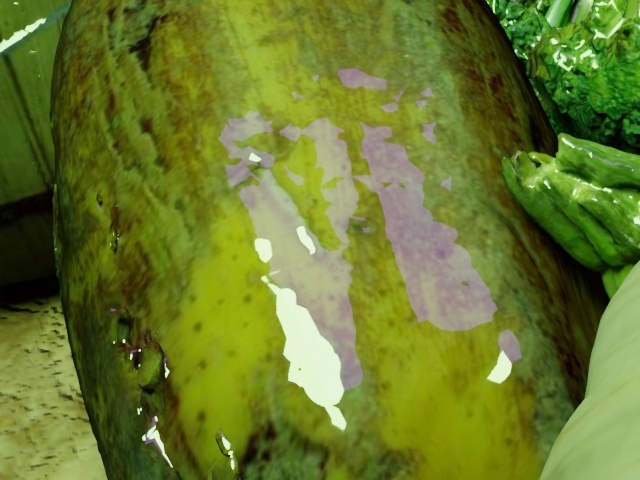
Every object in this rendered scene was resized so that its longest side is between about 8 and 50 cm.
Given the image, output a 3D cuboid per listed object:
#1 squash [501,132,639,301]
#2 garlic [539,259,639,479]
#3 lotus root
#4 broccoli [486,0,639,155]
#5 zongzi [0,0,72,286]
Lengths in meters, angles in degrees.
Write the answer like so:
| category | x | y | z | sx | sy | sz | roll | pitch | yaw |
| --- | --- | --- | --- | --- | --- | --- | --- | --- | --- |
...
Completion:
| category | x | y | z | sx | sy | sz | roll | pitch | yaw |
| --- | --- | --- | --- | --- | --- | --- | --- | --- | --- |
| squash | 0.208 | 0.054 | 0.645 | 0.341 | 0.094 | 0.094 | 23 | 31 | -8 |
| garlic | 0.189 | 0.135 | 0.456 | 0.317 | 0.259 | 0.317 | 0 | 59 | 0 |
| lotus root | 0.000 | 0.000 | 0.705 | 0.196 | 0.179 | 0.397 | 5 | 46 | -24 |
| broccoli | 0.146 | -0.130 | 0.874 | 0.269 | 0.269 | 0.254 | -16 | 9 | -18 |
| zongzi | -0.194 | -0.121 | 0.869 | 0.286 | 0.300 | 0.138 | -12 | 10 | -8 |
